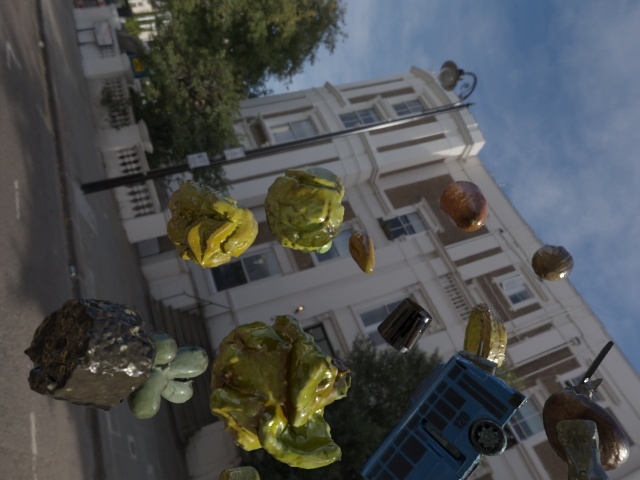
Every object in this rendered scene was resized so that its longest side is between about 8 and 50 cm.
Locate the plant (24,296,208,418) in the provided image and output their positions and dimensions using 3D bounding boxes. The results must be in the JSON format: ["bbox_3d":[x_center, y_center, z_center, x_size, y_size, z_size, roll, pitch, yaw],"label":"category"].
[{"bbox_3d":[-0.291,0.191,0.674,0.274,0.146,0.149,50,22,-54],"label":"plant"}]

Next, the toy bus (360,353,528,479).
[{"bbox_3d":[0.140,0.221,0.490,0.106,0.184,0.090,38,-4,32],"label":"toy bus"}]

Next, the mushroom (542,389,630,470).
[{"bbox_3d":[0.683,0.511,1.137,0.231,0.138,0.194,60,-6,-8],"label":"mushroom"}]

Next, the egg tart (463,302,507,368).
[{"bbox_3d":[0.704,0.433,1.843,0.345,0.132,0.345,9,90,-80],"label":"egg tart"}]

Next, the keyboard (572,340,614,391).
[{"bbox_3d":[0.889,0.466,1.456,0.018,0.310,0.101,36,-17,30],"label":"keyboard"}]

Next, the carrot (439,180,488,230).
[{"bbox_3d":[0.500,-0.102,1.493,0.225,0.159,0.159,-65,147,-66],"label":"carrot"}]

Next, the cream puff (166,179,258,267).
[{"bbox_3d":[-0.391,-0.040,1.484,0.324,0.257,0.291,23,-14,17],"label":"cream puff"}]

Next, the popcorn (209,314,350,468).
[{"bbox_3d":[-0.086,0.317,0.894,0.325,0.290,0.321,62,0,15],"label":"popcorn"}]

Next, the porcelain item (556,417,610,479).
[{"bbox_3d":[0.553,0.487,0.900,0.069,0.081,0.215,60,30,-35],"label":"porcelain item"}]

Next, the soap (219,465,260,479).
[{"bbox_3d":[-0.277,0.823,1.493,0.089,0.140,0.045,-123,-134,-55],"label":"soap"}]

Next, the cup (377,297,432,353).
[{"bbox_3d":[0.364,0.362,1.756,0.177,0.166,0.239,-53,-151,11],"label":"cup"}]

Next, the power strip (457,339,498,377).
[{"bbox_3d":[0.354,0.362,1.024,0.092,0.034,0.268,15,-80,40],"label":"power strip"}]

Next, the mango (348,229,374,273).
[{"bbox_3d":[0.139,0.035,1.448,0.184,0.085,0.102,-95,180,-54],"label":"mango"}]

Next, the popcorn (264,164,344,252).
[{"bbox_3d":[-0.036,-0.082,1.064,0.183,0.204,0.221,89,18,-60],"label":"popcorn"}]

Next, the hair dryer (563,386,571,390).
[{"bbox_3d":[0.956,0.591,1.628,0.047,0.026,0.083,54,-1,-27],"label":"hair dryer"}]

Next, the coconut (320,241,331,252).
[{"bbox_3d":[0.000,0.000,1.514,0.096,0.088,0.087,76,-5,-77],"label":"coconut"}]

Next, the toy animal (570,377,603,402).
[{"bbox_3d":[0.580,0.324,0.936,0.028,0.084,0.050,108,-24,-57],"label":"toy animal"}]

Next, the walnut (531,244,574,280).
[{"bbox_3d":[0.868,0.084,1.625,0.140,0.162,0.140,6,-82,43],"label":"walnut"}]
